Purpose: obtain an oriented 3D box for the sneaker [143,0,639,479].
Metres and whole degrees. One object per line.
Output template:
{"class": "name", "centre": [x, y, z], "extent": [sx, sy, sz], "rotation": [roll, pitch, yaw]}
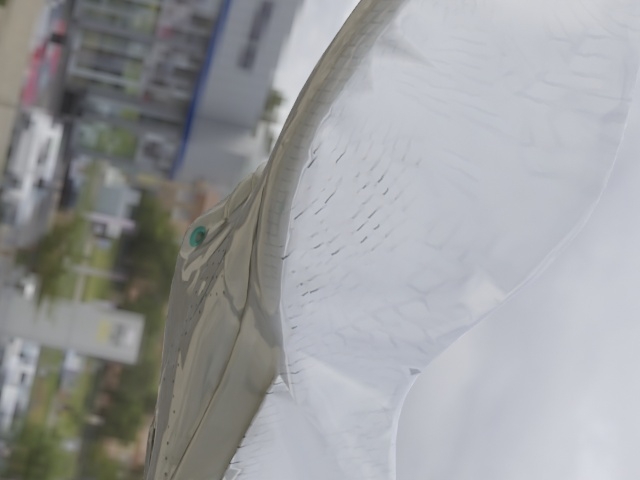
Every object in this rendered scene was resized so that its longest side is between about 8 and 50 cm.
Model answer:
{"class": "sneaker", "centre": [0.000, 0.000, 0.477], "extent": [0.212, 0.080, 0.094], "rotation": [-64, -151, 19]}
